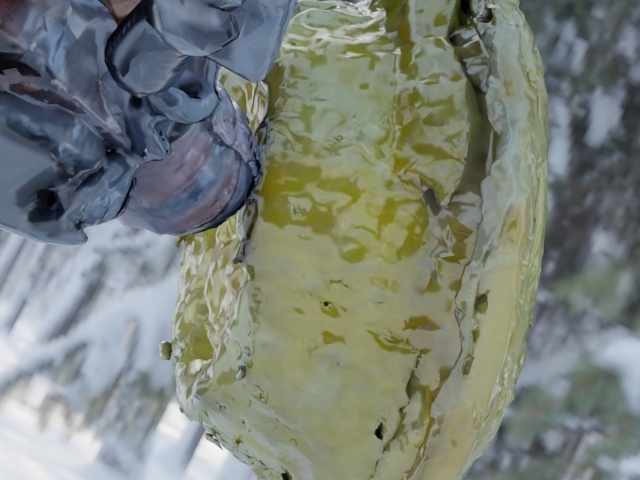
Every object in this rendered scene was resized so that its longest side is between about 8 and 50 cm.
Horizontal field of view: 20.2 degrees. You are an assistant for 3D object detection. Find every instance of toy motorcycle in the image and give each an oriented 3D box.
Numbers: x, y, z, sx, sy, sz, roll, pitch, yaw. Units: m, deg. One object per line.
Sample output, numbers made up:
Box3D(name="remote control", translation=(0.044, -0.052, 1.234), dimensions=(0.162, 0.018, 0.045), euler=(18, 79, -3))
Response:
Box3D(name="toy motorcycle", translation=(-0.074, -0.090, 0.559), dimensions=(0.207, 0.134, 0.401), euler=(31, -31, -14))

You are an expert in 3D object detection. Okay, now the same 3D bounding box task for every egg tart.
Box3D(name="egg tart", translation=(0.000, 0.000, 0.930), dimensions=(0.132, 0.345, 0.345), euler=(10, -1, -14))
